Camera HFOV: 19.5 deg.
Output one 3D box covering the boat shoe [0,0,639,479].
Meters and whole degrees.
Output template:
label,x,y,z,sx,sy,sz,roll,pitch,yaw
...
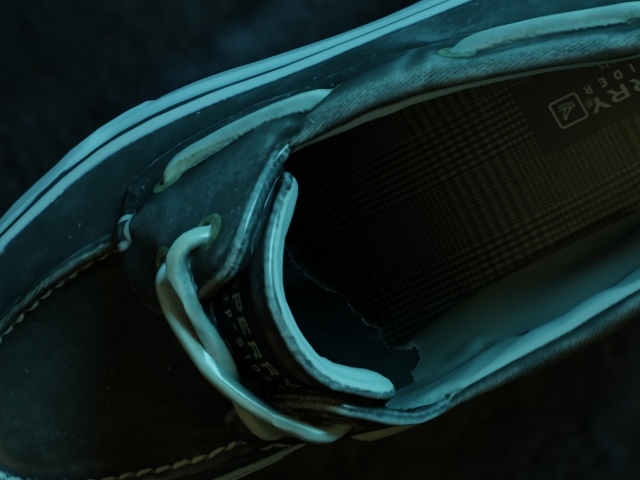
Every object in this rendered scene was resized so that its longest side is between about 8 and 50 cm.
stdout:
label,x,y,z,sx,sy,sz,roll,pitch,yaw
boat shoe,0.000,0.000,0.537,0.335,0.119,0.121,-32,101,22
